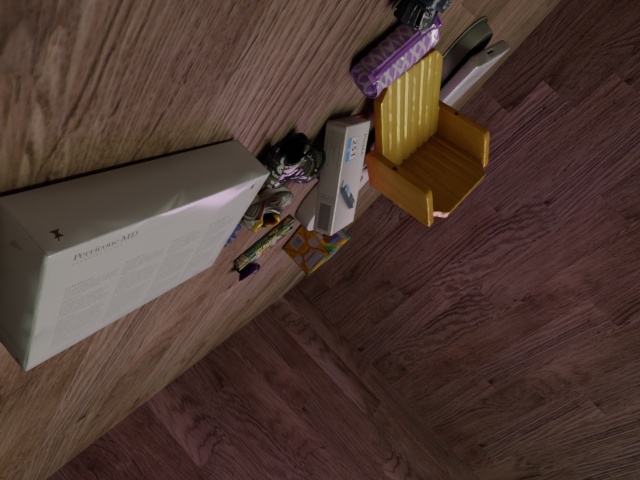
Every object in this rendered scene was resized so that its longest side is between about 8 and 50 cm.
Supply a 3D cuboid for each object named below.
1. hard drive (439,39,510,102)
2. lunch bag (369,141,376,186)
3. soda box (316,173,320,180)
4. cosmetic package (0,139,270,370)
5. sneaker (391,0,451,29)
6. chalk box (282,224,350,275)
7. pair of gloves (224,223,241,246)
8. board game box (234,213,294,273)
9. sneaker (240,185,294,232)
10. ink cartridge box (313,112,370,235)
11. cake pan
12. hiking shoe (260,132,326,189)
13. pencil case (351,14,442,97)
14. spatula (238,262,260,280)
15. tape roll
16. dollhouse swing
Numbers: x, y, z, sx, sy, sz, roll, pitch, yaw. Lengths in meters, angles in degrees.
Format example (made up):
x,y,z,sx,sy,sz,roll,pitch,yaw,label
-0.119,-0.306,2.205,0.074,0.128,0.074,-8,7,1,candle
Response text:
x,y,z,sx,sy,sz,roll,pitch,yaw,label
0.485,-0.545,1.472,0.233,0.047,0.353,-37,176,-31,hard drive
0.295,-0.293,1.478,0.262,0.160,0.223,-16,115,-57,lunch bag
0.049,-0.227,1.249,0.067,0.071,0.210,-47,172,29,soda box
-0.280,0.004,0.641,0.284,0.097,0.377,-47,173,37,cosmetic package
0.178,-0.437,0.670,0.163,0.086,0.226,-51,172,31,sneaker
0.000,0.000,1.887,0.180,0.179,0.289,-48,172,34,chalk box
-0.281,0.018,1.028,0.198,0.023,0.159,-42,175,-11,pair of gloves
-0.200,0.016,1.465,0.260,0.030,0.136,-42,171,-17,board game box
-0.132,-0.075,1.031,0.088,0.092,0.225,-48,172,34,sneaker
0.084,-0.193,1.139,0.261,0.066,0.296,-35,139,-53,ink cartridge box
0.484,-0.628,1.425,0.293,0.054,0.293,-43,174,-6,cake pan
-0.042,-0.185,0.911,0.114,0.086,0.227,-45,173,40,hiking shoe
0.159,-0.387,0.850,0.206,0.086,0.088,-44,-153,-6,pencil case
-0.261,0.114,1.567,0.084,0.030,0.296,-36,180,-1,spatula
0.068,-0.194,1.563,0.392,0.072,0.392,-44,174,-6,tape roll
0.335,-0.303,1.163,0.347,0.315,0.305,-41,159,-26,dollhouse swing
